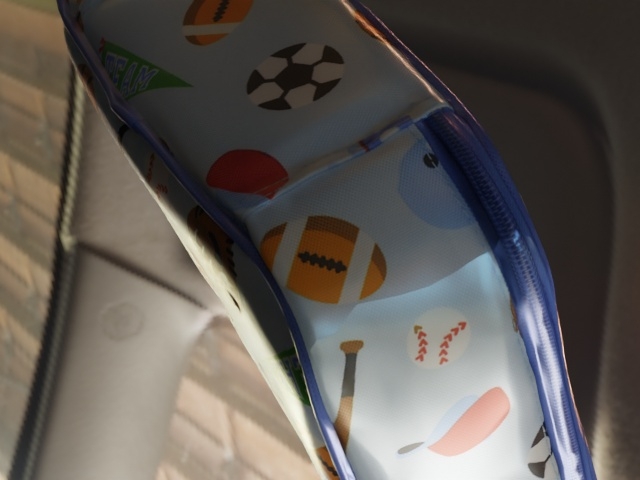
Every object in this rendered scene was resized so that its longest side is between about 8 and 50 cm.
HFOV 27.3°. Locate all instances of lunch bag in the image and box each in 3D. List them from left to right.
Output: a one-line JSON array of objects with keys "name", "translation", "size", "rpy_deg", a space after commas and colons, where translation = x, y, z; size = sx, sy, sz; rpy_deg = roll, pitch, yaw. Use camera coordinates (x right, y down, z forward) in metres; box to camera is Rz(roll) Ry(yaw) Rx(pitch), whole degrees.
[{"name": "lunch bag", "translation": [0.000, 0.000, 0.578], "size": [0.303, 0.115, 0.243], "rpy_deg": [55, -8, 47]}]
